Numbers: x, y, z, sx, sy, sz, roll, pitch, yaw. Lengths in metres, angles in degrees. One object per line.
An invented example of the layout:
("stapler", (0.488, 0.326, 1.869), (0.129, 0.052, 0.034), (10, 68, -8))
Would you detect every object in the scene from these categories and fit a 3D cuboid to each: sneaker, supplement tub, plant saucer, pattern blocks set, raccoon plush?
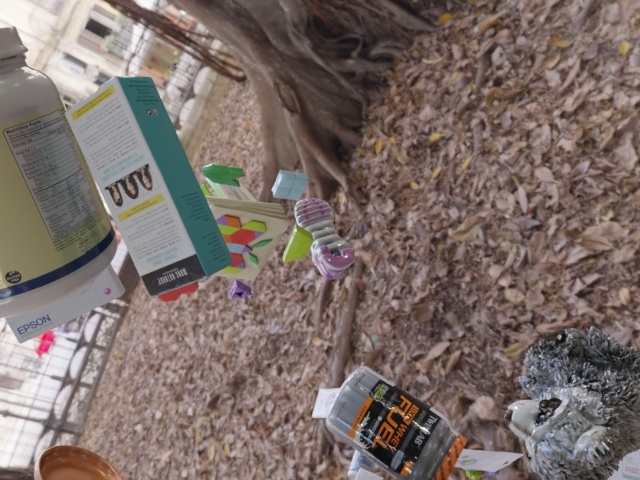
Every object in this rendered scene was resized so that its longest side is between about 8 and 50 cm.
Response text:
("sneaker", (0.000, 0.000, 1.200), (0.104, 0.095, 0.236), (98, 152, -51))
("supplement tub", (-0.432, -0.088, 0.651), (0.235, 0.235, 0.325), (-119, 16, -62))
("plant saucer", (-0.489, 0.498, 1.018), (0.037, 0.200, 0.200), (-55, 23, -2))
("pattern blocks set", (-0.150, 0.003, 0.848), (0.325, 0.285, 0.026), (107, 156, -46))
("raccoon plush", (0.524, 0.293, 0.804), (0.299, 0.446, 0.216), (-62, -35, -69))
("supplement tub", (0.189, 0.473, 1.251), (0.316, 0.193, 0.194), (27, 94, 23))
("supplement tub", (0.134, 0.706, 1.585), (0.071, 0.071, 0.107), (-38, 21, 47))

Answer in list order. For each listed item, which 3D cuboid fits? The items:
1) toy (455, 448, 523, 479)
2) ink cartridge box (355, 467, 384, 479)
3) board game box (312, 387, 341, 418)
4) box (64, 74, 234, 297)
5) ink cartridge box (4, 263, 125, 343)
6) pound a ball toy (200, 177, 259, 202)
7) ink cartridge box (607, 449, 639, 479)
("toy", (0.436, 0.634, 1.403), (0.237, 0.137, 0.056), (-21, 79, 54))
("ink cartridge box", (0.088, 0.625, 1.133), (0.104, 0.060, 0.180), (76, -144, -55))
("board game box", (0.161, 0.540, 1.531), (0.224, 0.303, 0.097), (-34, 34, 59))
("box", (-0.203, -0.062, 0.600), (0.100, 0.244, 0.060), (-20, 7, 29))
("ink cartridge box", (-0.813, 0.089, 1.489), (0.324, 0.330, 0.071), (-27, 12, -9))
("pound a ball toy", (-0.276, -0.123, 1.719), (0.208, 0.135, 0.319), (-50, 62, 25))
("ink cartridge box", (0.709, 0.425, 1.072), (0.117, 0.207, 0.283), (-4, 83, 51))
